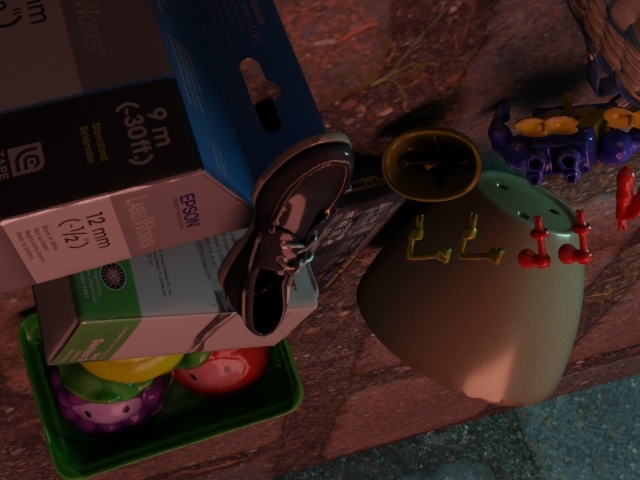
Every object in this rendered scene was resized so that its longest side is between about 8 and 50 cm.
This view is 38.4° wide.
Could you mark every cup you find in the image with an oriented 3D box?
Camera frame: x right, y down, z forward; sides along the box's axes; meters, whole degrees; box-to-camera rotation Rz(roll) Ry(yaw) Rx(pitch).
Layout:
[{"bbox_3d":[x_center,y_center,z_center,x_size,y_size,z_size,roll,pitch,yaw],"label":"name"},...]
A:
[{"bbox_3d":[0.248,0.039,1.333,0.331,0.331,0.237,2,123,-37],"label":"cup"}]

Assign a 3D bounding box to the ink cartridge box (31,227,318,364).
[{"bbox_3d":[-0.172,0.017,1.049,0.289,0.211,0.121,0,149,-35],"label":"ink cartridge box"}]

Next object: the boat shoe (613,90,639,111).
[{"bbox_3d":[0.470,-0.185,1.281,0.142,0.040,0.049,-8,154,-22],"label":"boat shoe"}]

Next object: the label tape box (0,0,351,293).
[{"bbox_3d":[-0.176,-0.114,0.724,0.348,0.249,0.115,-16,154,-8],"label":"label tape box"}]

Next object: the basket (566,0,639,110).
[{"bbox_3d":[0.379,-0.244,0.903,0.255,0.201,0.289,-29,160,14],"label":"basket"}]

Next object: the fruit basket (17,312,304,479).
[{"bbox_3d":[-0.231,0.151,1.268,0.392,0.283,0.392,-18,173,-2],"label":"fruit basket"}]

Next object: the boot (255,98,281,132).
[{"bbox_3d":[-0.046,-0.110,1.006,0.045,0.099,0.121,0,148,-33],"label":"boot"}]

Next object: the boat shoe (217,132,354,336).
[{"bbox_3d":[-0.020,0.001,0.697,0.075,0.065,0.206,-6,148,-31],"label":"boat shoe"}]

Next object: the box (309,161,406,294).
[{"bbox_3d":[0.000,0.000,1.217,0.183,0.059,0.232,-17,153,-50],"label":"box"}]

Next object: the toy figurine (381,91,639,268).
[{"bbox_3d":[0.286,-0.094,1.159,0.362,0.191,0.217,-3,-157,28],"label":"toy figurine"}]
